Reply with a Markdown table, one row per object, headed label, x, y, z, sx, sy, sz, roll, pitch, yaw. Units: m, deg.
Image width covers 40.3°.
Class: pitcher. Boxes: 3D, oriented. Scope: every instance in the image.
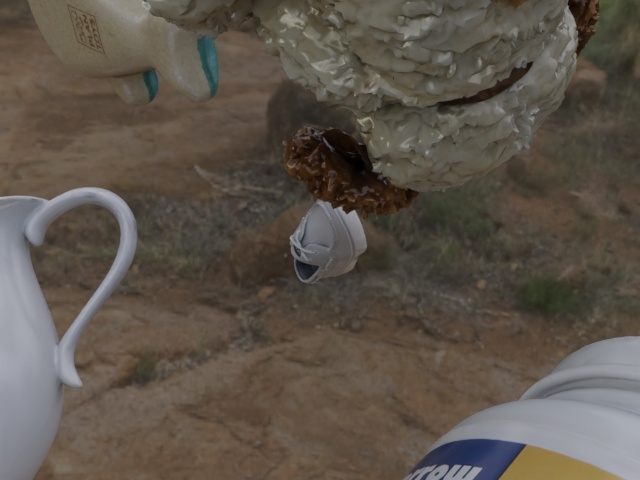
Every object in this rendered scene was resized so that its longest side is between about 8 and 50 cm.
| label | x | y | z | sx | sy | sz | roll | pitch | yaw |
| --- | --- | --- | --- | --- | --- | --- | --- | --- | --- |
| pitcher | -0.215 | 0.064 | 0.599 | 0.177 | 0.207 | 0.125 | -1 | -6 | 3 |

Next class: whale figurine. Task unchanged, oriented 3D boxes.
| label | x | y | z | sx | sy | sz | roll | pitch | yaw |
| --- | --- | --- | --- | --- | --- | --- | --- | --- | --- |
| whale figurine | -0.171 | -0.230 | 0.825 | 0.141 | 0.216 | 0.272 | -34 | 47 | -29 |

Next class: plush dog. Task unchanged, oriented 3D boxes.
| label | x | y | z | sx | sy | sz | roll | pitch | yaw |
| --- | --- | --- | --- | --- | --- | --- | --- | --- | --- |
| plush dog | 0.068 | -0.121 | 0.459 | 0.262 | 0.225 | 0.211 | -35 | 53 | -2 |

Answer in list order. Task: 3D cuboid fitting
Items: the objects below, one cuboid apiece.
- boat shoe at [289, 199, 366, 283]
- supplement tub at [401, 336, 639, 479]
| label | x | y | z | sx | sy | sz | roll | pitch | yaw |
| --- | --- | --- | --- | --- | --- | --- | --- | --- | --- |
| boat shoe | 0.000 | 0.000 | 0.868 | 0.063 | 0.184 | 0.066 | -27 | 81 | -12 |
| supplement tub | 0.082 | 0.205 | 0.328 | 0.228 | 0.228 | 0.316 | 30 | 53 | 31 |
